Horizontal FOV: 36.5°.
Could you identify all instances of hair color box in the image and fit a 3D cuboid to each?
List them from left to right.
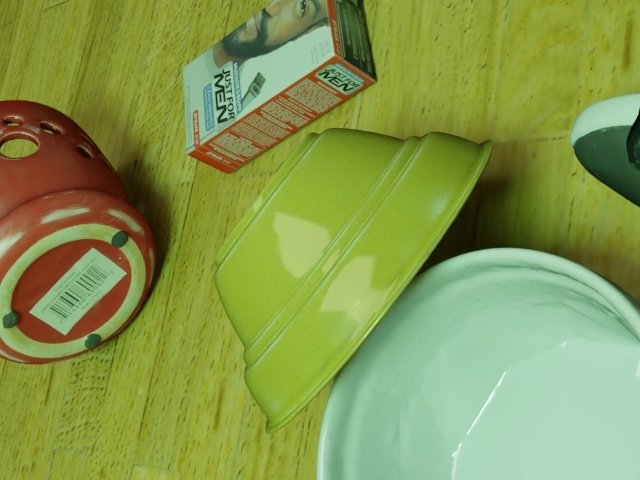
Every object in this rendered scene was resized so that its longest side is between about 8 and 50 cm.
[{"bbox_3d":[-0.039,-0.135,0.787,0.167,0.053,0.093,-28,55,33],"label":"hair color box"}]

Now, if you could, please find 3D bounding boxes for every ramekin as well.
[{"bbox_3d":[0.108,0.116,0.499,0.207,0.109,0.207,-20,60,38],"label":"ramekin"}]

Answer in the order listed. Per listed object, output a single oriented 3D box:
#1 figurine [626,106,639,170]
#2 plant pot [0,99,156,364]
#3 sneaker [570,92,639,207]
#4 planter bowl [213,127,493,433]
[{"bbox_3d":[0.183,-0.159,0.381,0.092,0.209,0.215,7,37,20],"label":"figurine"},{"bbox_3d":[-0.250,-0.003,0.841,0.174,0.191,0.191,43,104,42],"label":"plant pot"},{"bbox_3d":[0.208,0.035,0.435,0.295,0.104,0.147,32,91,42],"label":"sneaker"},{"bbox_3d":[0.000,0.000,0.577,0.217,0.090,0.217,-52,2,3],"label":"planter bowl"}]
